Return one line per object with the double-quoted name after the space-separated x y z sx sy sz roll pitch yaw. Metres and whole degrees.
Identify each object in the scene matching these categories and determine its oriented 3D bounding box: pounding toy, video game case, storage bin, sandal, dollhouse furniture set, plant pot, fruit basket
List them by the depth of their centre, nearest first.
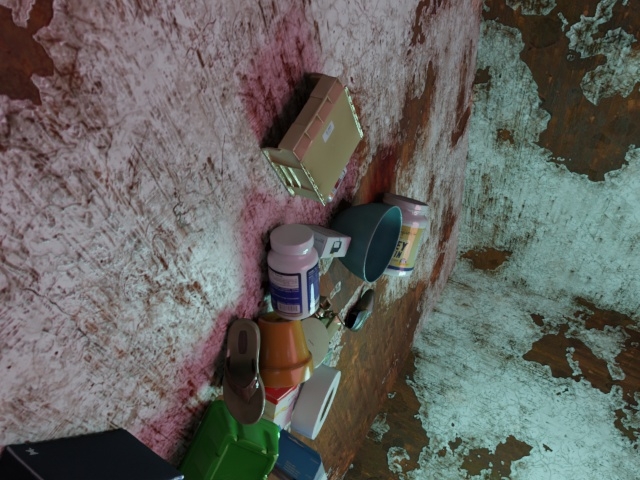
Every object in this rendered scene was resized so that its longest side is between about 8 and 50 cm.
-0.014 -0.276 1.293 0.262 0.123 0.260 -61 152 -16 "storage bin"
-0.223 0.374 1.318 0.086 0.120 0.303 -131 -143 -87 "sandal"
-0.288 0.694 1.420 0.392 0.282 0.392 -52 -162 25 "fruit basket"
-0.127 0.327 1.465 0.205 0.205 0.188 -17 108 -58 "plant pot"
-0.078 0.343 1.682 0.183 0.110 0.237 -22 99 -43 "pounding toy"
0.146 -0.014 1.706 0.290 0.195 0.290 -42 143 -43 "plant pot"
-0.023 0.325 1.794 0.182 0.101 0.161 -51 124 -32 "dollhouse furniture set"
-0.021 0.591 2.029 0.212 0.023 0.193 -24 129 -56 "video game case"

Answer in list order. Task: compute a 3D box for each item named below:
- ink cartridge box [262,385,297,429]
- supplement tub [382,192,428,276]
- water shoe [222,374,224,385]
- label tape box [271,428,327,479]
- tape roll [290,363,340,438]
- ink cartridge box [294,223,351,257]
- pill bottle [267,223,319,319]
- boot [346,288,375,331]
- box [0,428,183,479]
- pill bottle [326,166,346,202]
-0.158 0.585 1.701 0.134 0.078 0.231 -25 130 -56 "ink cartridge box"
0.323 -0.027 1.998 0.228 0.228 0.316 -11 118 -60 "supplement tub"
-0.226 0.363 1.403 0.073 0.080 0.203 6 104 -63 "water shoe"
-0.105 0.884 1.843 0.106 0.240 0.334 -48 147 -32 "label tape box"
-0.017 0.640 1.871 0.286 0.100 0.286 20 90 -77 "tape roll"
0.000 0.000 1.516 0.175 0.127 0.072 0 112 -61 "ink cartridge box"
-0.080 0.093 1.397 0.153 0.153 0.265 -39 139 -45 "pill bottle"
0.189 0.325 2.169 0.219 0.082 0.106 -67 157 0 "boot"
-0.506 0.615 0.910 0.293 0.212 0.396 32 80 -63 "box"
0.029 -0.204 1.468 0.152 0.086 0.086 -63 153 -13 "pill bottle"
